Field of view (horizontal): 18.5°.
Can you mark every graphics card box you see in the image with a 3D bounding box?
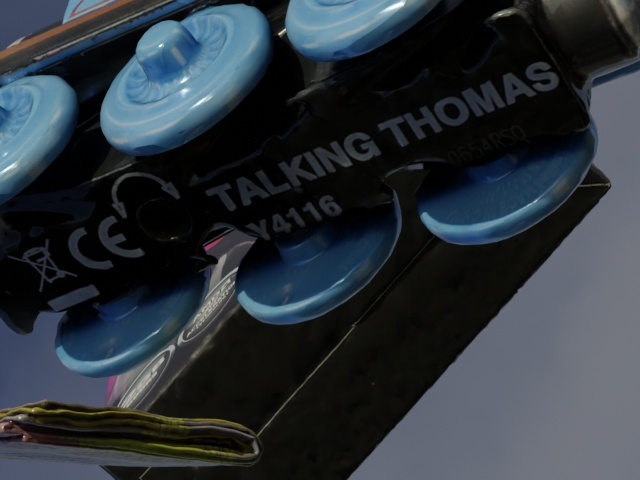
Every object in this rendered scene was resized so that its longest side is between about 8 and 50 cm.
[{"bbox_3d":[0.000,0.000,0.971,0.094,0.371,0.233,41,-84,-12],"label":"graphics card box"}]

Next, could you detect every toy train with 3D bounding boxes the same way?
[{"bbox_3d":[-0.011,-0.038,0.444,0.080,0.184,0.105,53,-149,-31],"label":"toy train"}]

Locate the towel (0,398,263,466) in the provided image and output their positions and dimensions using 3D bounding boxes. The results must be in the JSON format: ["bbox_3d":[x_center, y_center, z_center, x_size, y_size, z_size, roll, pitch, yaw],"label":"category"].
[{"bbox_3d":[-0.056,0.042,0.424,0.060,0.083,0.009,10,-101,-33],"label":"towel"}]
